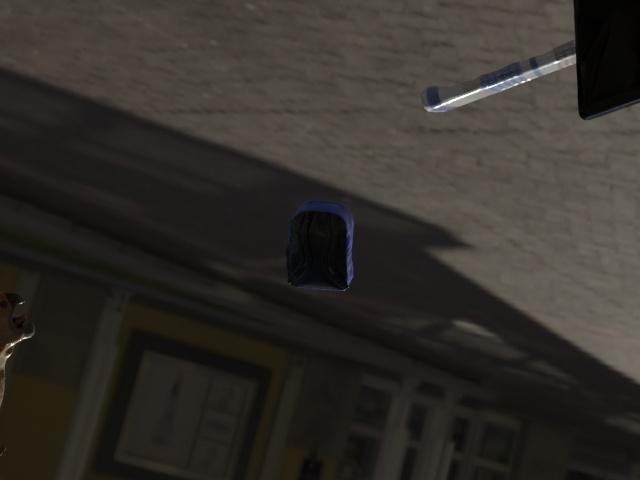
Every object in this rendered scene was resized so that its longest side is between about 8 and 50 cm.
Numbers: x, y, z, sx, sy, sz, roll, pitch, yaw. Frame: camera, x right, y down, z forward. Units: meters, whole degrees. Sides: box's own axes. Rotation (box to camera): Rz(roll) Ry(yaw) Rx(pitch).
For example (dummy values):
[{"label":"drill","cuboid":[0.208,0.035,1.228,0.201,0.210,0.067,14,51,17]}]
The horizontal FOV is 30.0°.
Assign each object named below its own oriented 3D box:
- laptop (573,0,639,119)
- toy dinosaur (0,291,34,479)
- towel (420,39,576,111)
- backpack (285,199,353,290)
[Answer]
[{"label":"laptop","cuboid":[0.470,-0.346,1.256,0.236,0.382,0.408,1,174,-21]},{"label":"toy dinosaur","cuboid":[-0.412,0.195,1.225,0.127,0.296,0.200,-7,117,41]},{"label":"towel","cuboid":[0.270,-0.227,1.542,0.285,0.034,0.209,-19,-178,14]},{"label":"backpack","cuboid":[0.000,0.000,1.736,0.098,0.120,0.101,2,-158,8]}]
